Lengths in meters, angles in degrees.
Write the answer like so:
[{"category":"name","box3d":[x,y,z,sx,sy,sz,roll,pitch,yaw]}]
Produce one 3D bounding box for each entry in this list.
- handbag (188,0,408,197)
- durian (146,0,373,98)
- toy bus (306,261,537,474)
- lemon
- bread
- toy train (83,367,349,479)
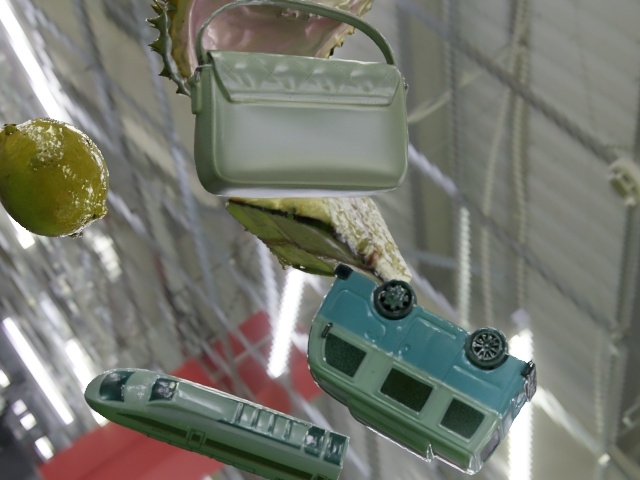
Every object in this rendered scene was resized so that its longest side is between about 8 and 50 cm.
[{"category":"handbag","box3d":[-0.023,-0.157,1.540,0.079,0.256,0.219,164,-74,-66]},{"category":"durian","box3d":[-0.103,-0.255,1.712,0.185,0.305,0.195,20,-78,48]},{"category":"toy bus","box3d":[0.108,0.157,1.685,0.271,0.164,0.133,28,-15,19]},{"category":"lemon","box3d":[-0.412,-0.098,2.124,0.206,0.173,0.173,46,-16,-15]},{"category":"bread","box3d":[0.000,0.000,2.300,0.263,0.198,0.236,40,11,-45]},{"category":"toy train","box3d":[-0.161,0.276,2.125,0.407,0.086,0.088,19,-40,-2]}]
